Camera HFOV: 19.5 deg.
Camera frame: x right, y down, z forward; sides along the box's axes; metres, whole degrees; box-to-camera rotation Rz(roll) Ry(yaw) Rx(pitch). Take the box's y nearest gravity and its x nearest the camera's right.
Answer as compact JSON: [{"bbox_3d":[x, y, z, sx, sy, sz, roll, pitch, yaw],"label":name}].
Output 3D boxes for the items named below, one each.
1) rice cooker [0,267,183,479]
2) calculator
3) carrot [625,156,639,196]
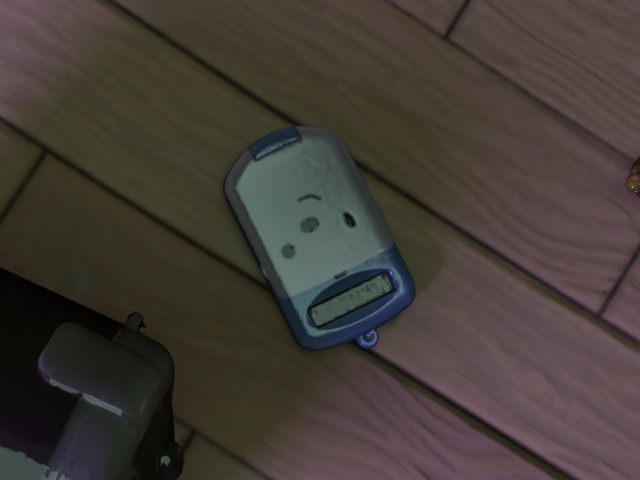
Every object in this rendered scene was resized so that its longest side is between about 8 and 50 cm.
[{"bbox_3d":[-0.282,0.183,1.449,0.325,0.335,0.335,26,79,-3],"label":"rice cooker"},{"bbox_3d":[0.000,0.000,1.648,0.121,0.039,0.210,-25,85,-8],"label":"calculator"},{"bbox_3d":[0.397,-0.096,1.704,0.271,0.066,0.062,-24,128,-12],"label":"carrot"}]
